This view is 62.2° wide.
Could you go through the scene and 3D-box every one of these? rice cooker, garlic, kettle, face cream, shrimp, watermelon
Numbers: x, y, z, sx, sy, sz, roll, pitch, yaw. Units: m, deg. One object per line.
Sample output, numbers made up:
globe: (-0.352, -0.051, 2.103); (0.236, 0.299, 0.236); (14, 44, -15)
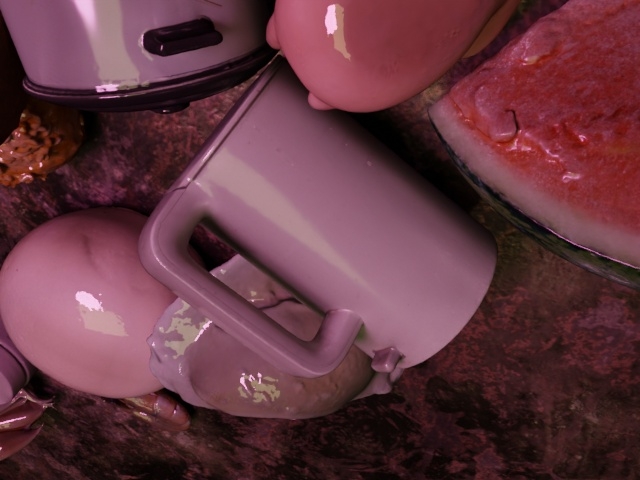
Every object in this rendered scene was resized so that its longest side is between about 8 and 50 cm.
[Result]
rice cooker: (-0.161, -0.226, 0.471); (0.280, 0.241, 0.227); (39, 144, 48)
garlic: (-0.737, 0.363, 1.140); (0.237, 0.292, 0.210); (56, 163, 12)
kettle: (-0.002, -0.004, 0.589); (0.318, 0.205, 0.265); (39, 84, -16)
face cream: (-0.620, 0.201, 1.018); (0.177, 0.153, 0.177); (8, 128, 10)
shrimp: (-0.388, 0.335, 1.119); (0.254, 0.059, 0.145); (29, 141, -13)
watermelon: (0.271, -0.106, 0.519); (0.283, 0.292, 0.250); (37, 175, 17)

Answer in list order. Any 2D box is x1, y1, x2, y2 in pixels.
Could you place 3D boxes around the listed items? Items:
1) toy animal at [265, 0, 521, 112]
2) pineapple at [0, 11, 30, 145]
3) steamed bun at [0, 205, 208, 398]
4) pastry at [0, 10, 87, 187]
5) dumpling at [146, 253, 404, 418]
toy animal: (0.077, -0.209, 0.420); (0.166, 0.250, 0.154); (53, 166, -21)
pineapple: (-0.458, -0.193, 0.464); (0.364, 0.165, 0.165); (18, 131, -6)
steamed bun: (-0.332, 0.109, 0.817); (0.324, 0.206, 0.324); (8, 130, 10)
pastry: (-0.439, -0.195, 0.634); (0.255, 0.162, 0.311); (-11, 122, 28)
dumpling: (-0.032, 0.147, 0.735); (0.270, 0.320, 0.212); (-52, 59, 32)
